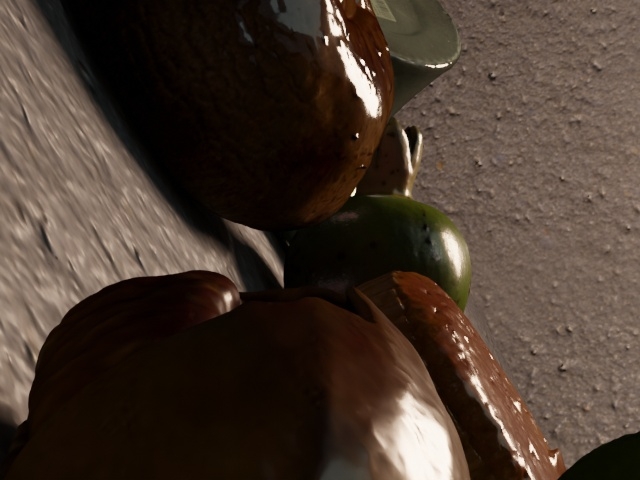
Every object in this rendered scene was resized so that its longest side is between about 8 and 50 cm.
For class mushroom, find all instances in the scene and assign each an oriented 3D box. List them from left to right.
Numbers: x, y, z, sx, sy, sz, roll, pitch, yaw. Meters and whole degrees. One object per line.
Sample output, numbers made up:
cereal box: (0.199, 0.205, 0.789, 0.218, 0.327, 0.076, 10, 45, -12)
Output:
mushroom: (-0.038, -0.119, 0.865, 0.231, 0.138, 0.194, 60, 7, -9)

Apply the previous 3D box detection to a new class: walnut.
walnut: (-0.020, 0.058, 0.404, 0.116, 0.115, 0.207, 60, 6, -10)

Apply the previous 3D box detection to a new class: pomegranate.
pomegranate: (0.034, 0.000, 0.953, 0.114, 0.114, 0.142, 28, 65, -78)

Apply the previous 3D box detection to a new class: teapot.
teapot: (0.003, -0.141, 1.285, 0.162, 0.149, 0.239, 20, 34, -24)

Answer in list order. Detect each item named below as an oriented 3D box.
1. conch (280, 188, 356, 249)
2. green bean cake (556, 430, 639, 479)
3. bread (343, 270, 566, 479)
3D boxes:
conch: (-0.009, -0.038, 1.075, 0.106, 0.079, 0.170, -18, 95, -77)
green bean cake: (0.146, 0.179, 0.617, 0.125, 0.248, 0.222, 76, -11, -67)
bread: (0.060, 0.106, 0.831, 0.199, 0.104, 0.199, 58, 6, -10)
